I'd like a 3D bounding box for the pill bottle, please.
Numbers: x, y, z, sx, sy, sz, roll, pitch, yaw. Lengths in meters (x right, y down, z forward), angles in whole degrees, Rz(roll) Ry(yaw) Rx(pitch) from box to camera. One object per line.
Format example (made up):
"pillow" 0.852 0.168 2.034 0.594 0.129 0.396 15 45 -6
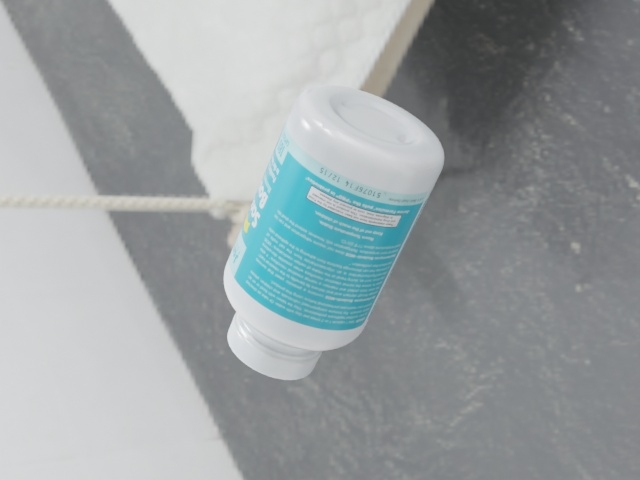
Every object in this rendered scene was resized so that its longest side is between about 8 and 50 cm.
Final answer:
"pill bottle" 0.000 0.000 1.155 0.146 0.146 0.264 49 124 41
